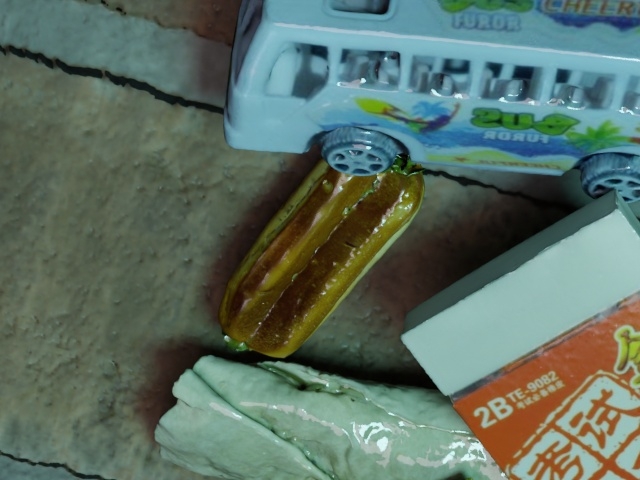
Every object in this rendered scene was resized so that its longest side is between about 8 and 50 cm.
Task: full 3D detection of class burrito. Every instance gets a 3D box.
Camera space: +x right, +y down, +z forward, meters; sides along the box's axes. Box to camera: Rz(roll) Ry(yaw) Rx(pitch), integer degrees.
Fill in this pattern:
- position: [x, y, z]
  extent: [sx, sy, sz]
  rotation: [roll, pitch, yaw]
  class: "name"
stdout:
- position: [0.086, 0.147, 1.164]
  extent: [0.392, 0.076, 0.117]
  rotation: [12, 140, 0]
  class: "burrito"

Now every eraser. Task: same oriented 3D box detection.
- position: [0.176, 0.099, 1.073]
  extent: [0.157, 0.038, 0.230]
  rotation: [-32, 108, 19]
  class: "eraser"

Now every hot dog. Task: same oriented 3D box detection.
- position: [0.000, 0.000, 1.131]
  extent: [0.072, 0.055, 0.188]
  rotation: [36, 110, -14]
  class: "hot dog"

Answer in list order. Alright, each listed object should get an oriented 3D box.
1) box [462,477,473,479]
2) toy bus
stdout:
- position: [0.087, 0.300, 1.164]
  extent: [0.168, 0.097, 0.265]
  rotation: [-23, 121, 15]
  class: "box"
- position: [0.108, -0.103, 1.025]
  extent: [0.330, 0.109, 0.136]
  rotation: [5, 153, 1]
  class: "toy bus"
